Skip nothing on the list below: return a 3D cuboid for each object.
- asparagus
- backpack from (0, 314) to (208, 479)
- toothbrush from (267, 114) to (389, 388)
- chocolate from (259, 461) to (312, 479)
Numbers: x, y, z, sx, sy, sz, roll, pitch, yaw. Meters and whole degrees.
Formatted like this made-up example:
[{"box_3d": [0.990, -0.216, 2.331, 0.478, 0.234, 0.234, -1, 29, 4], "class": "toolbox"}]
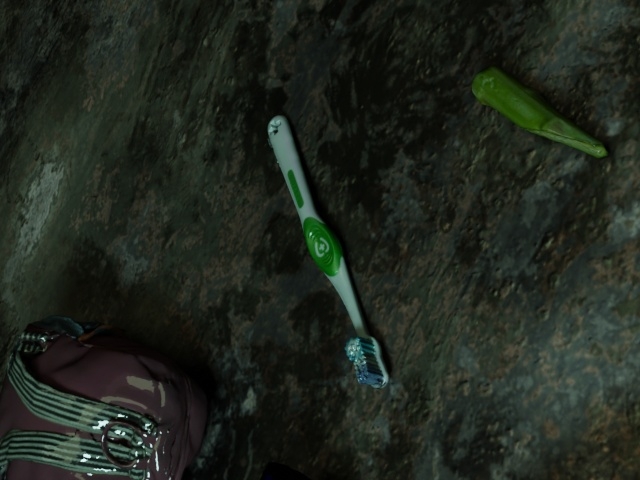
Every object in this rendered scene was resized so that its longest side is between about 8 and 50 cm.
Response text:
[{"box_3d": [0.229, -0.129, 1.205, 0.178, 0.045, 0.041, 46, 142, 41], "class": "asparagus"}, {"box_3d": [-0.287, 0.246, 1.456, 0.317, 0.197, 0.283, 6, 79, 43], "class": "backpack"}, {"box_3d": [0.004, 0.001, 1.382, 0.042, 0.040, 0.418, -42, 48, 27], "class": "toothbrush"}, {"box_3d": [-0.081, 0.412, 1.278, 0.343, 0.126, 0.148, -61, 7, 13], "class": "chocolate"}]
